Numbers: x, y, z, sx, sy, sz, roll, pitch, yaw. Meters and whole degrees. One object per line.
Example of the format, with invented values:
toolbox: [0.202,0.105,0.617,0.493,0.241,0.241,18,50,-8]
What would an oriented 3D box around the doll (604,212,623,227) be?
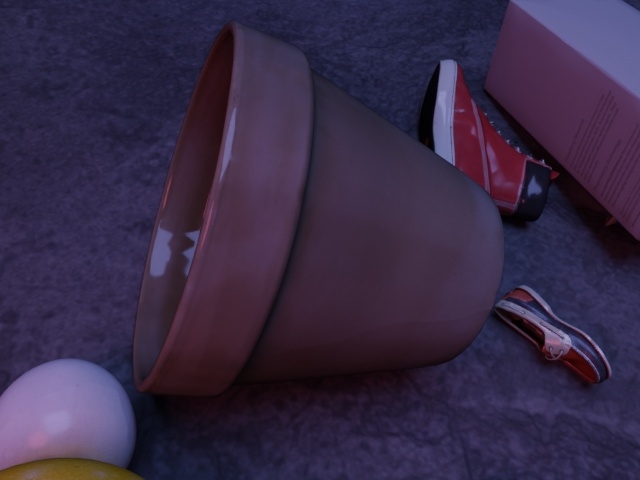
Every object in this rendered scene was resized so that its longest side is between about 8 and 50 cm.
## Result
doll: [0.469,-0.005,0.808,0.189,0.046,0.129,23,45,9]

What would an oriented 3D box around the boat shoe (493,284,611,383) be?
boat shoe: [0.252,0.107,0.683,0.043,0.049,0.137,-30,60,-25]

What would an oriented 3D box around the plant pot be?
plant pot: [0.000,0.000,0.587,0.281,0.323,0.323,15,49,-21]

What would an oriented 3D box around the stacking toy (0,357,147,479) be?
stacking toy: [-0.161,0.260,0.380,0.351,0.350,0.479,-2,35,-12]

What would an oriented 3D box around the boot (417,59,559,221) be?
boot: [0.228,-0.136,0.845,0.176,0.088,0.244,7,60,-6]

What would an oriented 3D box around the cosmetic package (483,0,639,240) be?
cosmetic package: [0.407,-0.187,0.837,0.197,0.155,0.365,-9,45,-17]
